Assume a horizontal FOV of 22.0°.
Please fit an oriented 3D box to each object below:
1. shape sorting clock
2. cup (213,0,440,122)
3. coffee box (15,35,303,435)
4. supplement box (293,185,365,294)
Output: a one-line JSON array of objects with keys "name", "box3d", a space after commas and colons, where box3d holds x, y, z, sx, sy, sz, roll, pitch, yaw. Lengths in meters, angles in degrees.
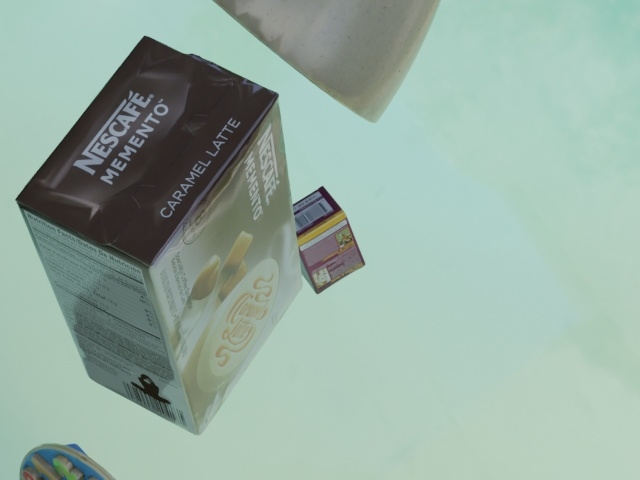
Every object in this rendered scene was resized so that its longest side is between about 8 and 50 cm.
[{"name": "shape sorting clock", "box3d": [-0.223, 0.288, 1.609, 0.040, 0.206, 0.206, -31, 76, -36]}, {"name": "cup", "box3d": [0.003, -0.309, 1.574, 0.331, 0.237, 0.331, 39, 8, -7]}, {"name": "coffee box", "box3d": [-0.093, 0.004, 1.058, 0.098, 0.246, 0.141, 26, 65, 17]}, {"name": "supplement box", "box3d": [0.000, 0.000, 1.489, 0.043, 0.055, 0.083, 51, -11, 39]}]
